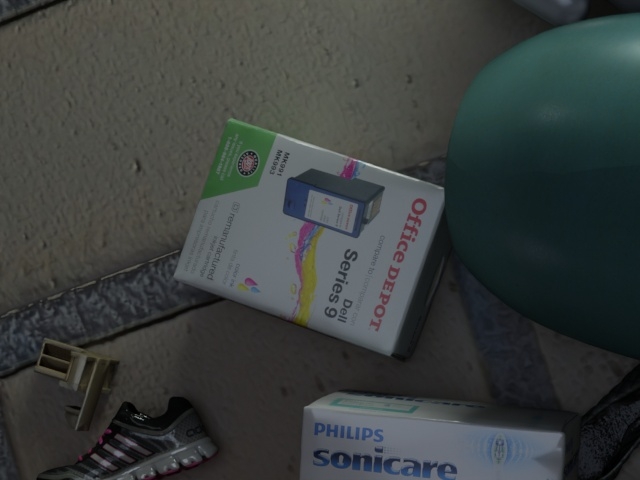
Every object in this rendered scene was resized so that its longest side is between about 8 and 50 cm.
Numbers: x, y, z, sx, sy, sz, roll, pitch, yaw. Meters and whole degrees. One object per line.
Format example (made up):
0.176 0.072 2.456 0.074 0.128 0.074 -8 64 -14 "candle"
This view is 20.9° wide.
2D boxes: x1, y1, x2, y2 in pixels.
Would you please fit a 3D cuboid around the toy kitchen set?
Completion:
-0.236 0.129 1.567 0.075 0.083 0.068 16 87 15 "toy kitchen set"

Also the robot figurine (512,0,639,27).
0.243 -0.318 1.439 0.353 0.200 0.300 39 87 15 "robot figurine"

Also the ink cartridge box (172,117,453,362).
0.000 0.000 1.521 0.212 0.093 0.154 20 88 13 "ink cartridge box"

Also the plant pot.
0.241 -0.048 1.377 0.235 0.293 0.293 9 86 30 "plant pot"

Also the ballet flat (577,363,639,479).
0.245 0.161 1.463 0.057 0.049 0.173 40 97 12 "ballet flat"

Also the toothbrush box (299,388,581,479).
0.094 0.282 1.431 0.216 0.126 0.295 5 93 14 "toothbrush box"

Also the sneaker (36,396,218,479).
-0.180 0.186 1.560 0.170 0.063 0.075 -18 80 6 "sneaker"
